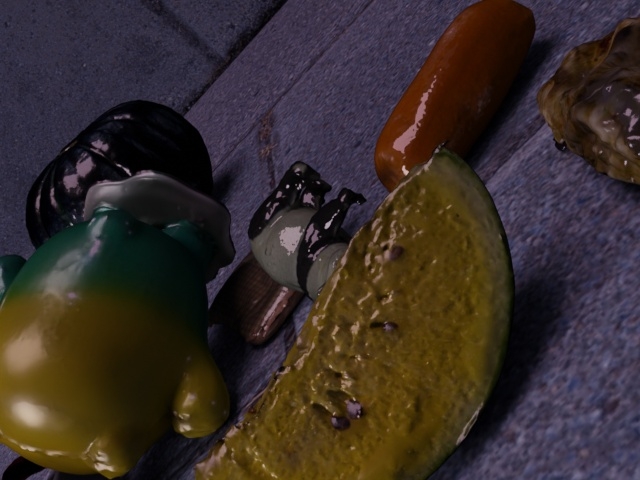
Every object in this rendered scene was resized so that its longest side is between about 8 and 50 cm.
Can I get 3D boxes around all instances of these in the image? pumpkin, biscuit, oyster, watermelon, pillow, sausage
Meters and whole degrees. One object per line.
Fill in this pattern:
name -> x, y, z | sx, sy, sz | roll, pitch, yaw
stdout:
pumpkin -> -0.356, -0.081, 1.603 | 0.363, 0.266, 0.363 | -42, 17, 15
biscuit -> -0.345, 0.243, 1.256 | 0.151, 0.063, 0.235 | -31, 23, 42
oyster -> 0.232, -0.101, 0.614 | 0.128, 0.078, 0.345 | -37, 18, 9
watermelon -> 0.038, 0.083, 0.594 | 0.301, 0.129, 0.123 | -57, 17, -4
pillow -> -0.070, 0.056, 1.044 | 0.135, 0.034, 0.211 | -53, 20, -15
sausage -> 0.135, -0.146, 0.881 | 0.238, 0.098, 0.098 | -55, 19, -13

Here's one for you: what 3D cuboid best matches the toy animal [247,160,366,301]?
toy animal -> 0.000, 0.000, 0.886 | 0.225, 0.094, 0.121 | 31, 91, 53

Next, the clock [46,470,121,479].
clock -> -0.305, 0.350, 0.932 | 0.186, 0.083, 0.253 | -47, 19, 10

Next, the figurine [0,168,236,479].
figurine -> -0.234, 0.093, 0.970 | 0.231, 0.323, 0.340 | 93, -170, -45
